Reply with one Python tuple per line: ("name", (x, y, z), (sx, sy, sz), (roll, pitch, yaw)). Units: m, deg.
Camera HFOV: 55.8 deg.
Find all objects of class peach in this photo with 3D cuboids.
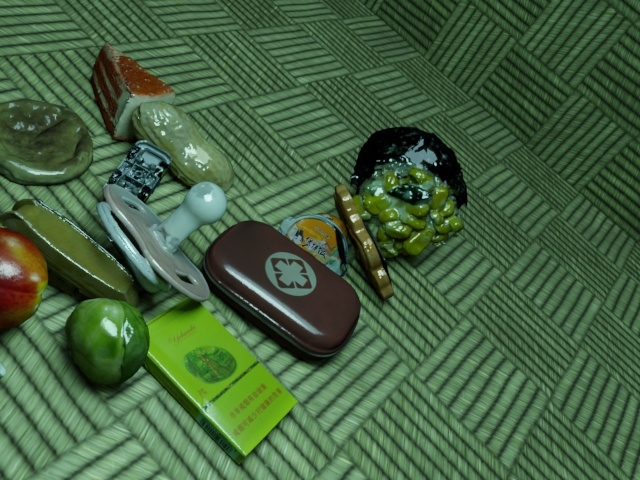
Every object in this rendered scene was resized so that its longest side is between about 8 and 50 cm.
("peach", (-0.597, 0.067, 1.080), (0.193, 0.190, 0.190), (12, 45, -32))

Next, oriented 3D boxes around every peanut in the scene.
("peanut", (-0.351, -0.240, 1.575), (0.313, 0.149, 0.149), (43, 36, -19))

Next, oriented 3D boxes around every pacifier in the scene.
("pacifier", (-0.333, -0.011, 1.300), (0.273, 0.220, 0.332), (-28, 69, -31))

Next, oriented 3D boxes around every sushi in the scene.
("sushi", (0.245, -0.133, 1.763), (0.328, 0.328, 0.285), (-2, 41, 21))

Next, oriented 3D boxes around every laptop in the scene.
("laptop", (0.158, 0.045, 1.669), (0.016, 0.197, 0.135), (-25, 61, 0))

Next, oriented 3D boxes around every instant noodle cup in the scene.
("instant noodle cup", (0.000, 0.000, 1.602), (0.208, 0.178, 0.125), (53, 25, -6))

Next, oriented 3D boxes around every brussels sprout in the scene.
("brussels sprout", (-0.401, 0.178, 1.138), (0.131, 0.145, 0.183), (-18, 63, -38))

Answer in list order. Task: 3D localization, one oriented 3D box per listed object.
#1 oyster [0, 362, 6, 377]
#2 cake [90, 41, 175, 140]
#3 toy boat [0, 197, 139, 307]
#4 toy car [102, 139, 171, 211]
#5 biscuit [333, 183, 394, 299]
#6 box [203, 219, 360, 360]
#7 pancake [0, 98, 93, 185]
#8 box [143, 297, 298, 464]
("oyster", (-0.673, 0.182, 0.958), (0.351, 0.158, 0.162), (14, 77, -5))
("cake", (-0.508, -0.409, 1.650), (0.160, 0.158, 0.262), (0, 49, -41))
("toy boat", (-0.506, 0.047, 1.222), (0.321, 0.121, 0.089), (41, 37, -15))
("toy car", (-0.451, -0.145, 1.479), (0.097, 0.100, 0.191), (30, 59, -7))
("biscuit", (0.110, 0.008, 1.646), (0.047, 0.202, 0.333), (-25, 88, -3))
("box", (-0.089, 0.112, 1.459), (0.404, 0.108, 0.263), (36, 39, 2))
("pancake", (-0.683, -0.244, 1.443), (0.295, 0.049, 0.294), (18, 42, -17))
("box", (-0.222, 0.275, 1.250), (0.335, 0.047, 0.187), (44, 40, 9))
